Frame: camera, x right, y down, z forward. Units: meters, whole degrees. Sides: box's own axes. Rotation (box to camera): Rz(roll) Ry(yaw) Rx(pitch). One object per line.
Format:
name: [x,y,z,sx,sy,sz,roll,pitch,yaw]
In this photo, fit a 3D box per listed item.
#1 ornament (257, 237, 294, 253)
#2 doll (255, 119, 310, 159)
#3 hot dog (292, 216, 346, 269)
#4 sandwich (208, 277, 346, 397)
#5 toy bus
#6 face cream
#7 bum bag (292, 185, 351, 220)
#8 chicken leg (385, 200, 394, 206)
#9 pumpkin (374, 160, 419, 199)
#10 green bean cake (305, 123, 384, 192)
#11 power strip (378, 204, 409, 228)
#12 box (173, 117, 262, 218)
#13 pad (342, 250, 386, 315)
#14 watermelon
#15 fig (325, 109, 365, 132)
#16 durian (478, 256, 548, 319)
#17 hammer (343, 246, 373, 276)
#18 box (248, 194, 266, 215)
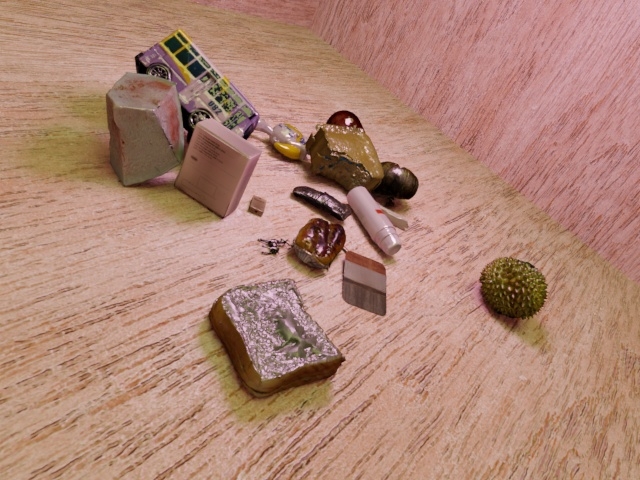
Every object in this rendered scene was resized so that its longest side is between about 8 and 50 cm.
ornament: [-0.141,0.018,1.605,0.125,0.028,0.073,6,39,-30]
doll: [-0.150,-0.448,2.156,0.252,0.111,0.237,47,36,9]
hot dog: [0.000,0.000,1.687,0.163,0.081,0.270,36,34,0]
sandwich: [-0.122,0.238,1.257,0.271,0.099,0.301,-5,47,-42]
toy bus: [-0.429,-0.504,1.761,0.440,0.209,0.249,47,72,-5]
face cream: [0.218,-0.077,1.953,0.102,0.102,0.345,4,41,-36]
bum bag: [0.009,-0.156,1.924,0.248,0.069,0.102,29,48,2]
chicken leg: [0.321,-0.169,2.233,0.036,0.021,0.083,18,27,20]
pumpkin: [0.332,-0.264,2.228,0.238,0.159,0.238,20,0,0]
green bean cake: [0.090,-0.331,2.114,0.310,0.202,0.284,4,59,-33]
power strip: [0.296,-0.103,2.100,0.191,0.047,0.030,26,28,-8]
box: [-0.335,-0.231,1.581,0.203,0.251,0.106,33,32,6]
pad: [0.235,0.152,1.669,0.324,0.055,0.249,8,42,-1]
watermelon: [-0.557,-0.366,1.498,0.229,0.258,0.386,1,79,3]
fig: [0.110,-0.516,2.368,0.215,0.234,0.235,-8,35,8]
durian: [0.761,0.175,1.929,0.291,0.224,0.291,18,30,-11]
hammer: [0.123,0.064,1.765,0.062,0.017,0.182,-13,51,-48]
box: [-0.224,-0.125,1.736,0.053,0.024,0.083,23,32,-12]
